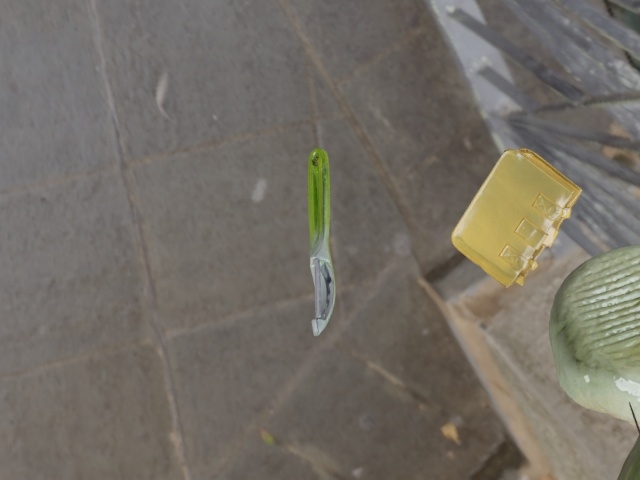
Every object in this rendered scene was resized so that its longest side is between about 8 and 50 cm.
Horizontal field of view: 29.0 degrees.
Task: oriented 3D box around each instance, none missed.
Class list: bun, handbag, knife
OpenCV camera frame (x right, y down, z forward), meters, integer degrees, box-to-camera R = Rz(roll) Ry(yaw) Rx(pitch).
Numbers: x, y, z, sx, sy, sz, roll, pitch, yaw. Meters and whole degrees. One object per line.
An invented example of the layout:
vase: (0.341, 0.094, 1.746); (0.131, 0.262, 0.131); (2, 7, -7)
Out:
bun: (0.332, 0.105, 1.231); (0.203, 0.213, 0.127); (-5, 131, 8)
handbag: (0.134, -0.016, 0.848); (0.027, 0.061, 0.083); (-4, 131, -55)
knife: (0.000, 0.000, 1.060); (0.022, 0.184, 0.026); (-13, 150, 22)

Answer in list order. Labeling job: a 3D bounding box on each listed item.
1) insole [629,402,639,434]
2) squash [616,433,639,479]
insole: (0.268, 0.191, 0.990); (0.002, 0.135, 0.045); (-19, 150, 13)
squash: (0.314, 0.163, 0.698); (0.308, 0.310, 0.310); (-34, 121, 11)
